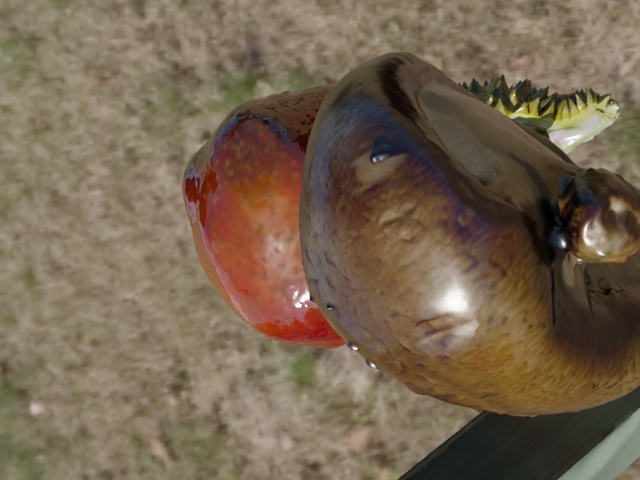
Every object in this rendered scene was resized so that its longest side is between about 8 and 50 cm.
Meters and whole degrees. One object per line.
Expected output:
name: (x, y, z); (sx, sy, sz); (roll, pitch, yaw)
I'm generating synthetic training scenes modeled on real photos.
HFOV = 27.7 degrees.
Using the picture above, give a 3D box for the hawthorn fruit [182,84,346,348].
hawthorn fruit: (0.000, 0.000, 1.075); (0.205, 0.205, 0.253); (-38, 74, 51)

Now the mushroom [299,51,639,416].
mushroom: (0.075, 0.004, 0.656); (0.138, 0.231, 0.194); (-58, 38, 8)

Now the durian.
durian: (0.170, -0.092, 1.408); (0.306, 0.172, 0.166); (-34, 90, 29)

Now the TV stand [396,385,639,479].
TV stand: (0.133, 0.179, 0.944); (0.083, 0.269, 0.088); (37, 145, 32)
